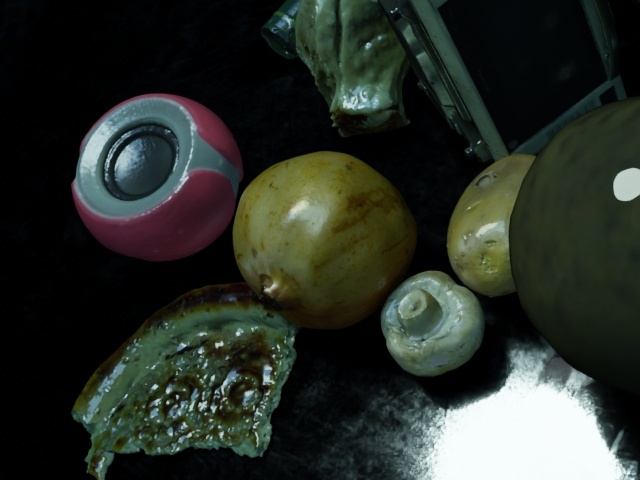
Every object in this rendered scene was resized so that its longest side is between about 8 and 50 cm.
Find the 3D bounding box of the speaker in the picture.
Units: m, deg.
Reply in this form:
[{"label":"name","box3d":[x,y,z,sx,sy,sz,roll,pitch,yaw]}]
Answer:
[{"label":"speaker","box3d":[-0.277,-0.099,1.539,0.294,0.294,0.294,-18,47,21]}]

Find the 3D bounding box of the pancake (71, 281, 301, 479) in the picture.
[{"label":"pancake","box3d":[-0.216,0.208,1.392,0.427,0.067,0.304,-14,51,22]}]

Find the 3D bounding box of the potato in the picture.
[{"label":"potato","box3d":[0.247,-0.021,1.215,0.150,0.146,0.234,2,34,25]}]

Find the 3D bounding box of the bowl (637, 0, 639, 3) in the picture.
[{"label":"bowl","box3d":[0.605,-0.393,1.248,0.354,0.185,0.353,-18,48,21]}]

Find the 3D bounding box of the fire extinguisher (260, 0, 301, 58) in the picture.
[{"label":"fire extinguisher","box3d":[0.008,-0.497,1.795,0.093,0.118,0.294,38,80,11]}]

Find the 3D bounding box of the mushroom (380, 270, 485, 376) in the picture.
[{"label":"mushroom","box3d":[0.147,0.111,1.196,0.148,0.112,0.148,-25,42,25]}]

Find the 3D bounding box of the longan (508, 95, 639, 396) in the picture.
[{"label":"longan","box3d":[0.394,-0.004,0.962,0.404,0.336,0.404,-38,27,23]}]

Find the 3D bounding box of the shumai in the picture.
[{"label":"shumai","box3d":[0.081,-0.313,1.499,0.225,0.260,0.222,-18,47,0]}]

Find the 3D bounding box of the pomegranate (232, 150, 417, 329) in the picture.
[{"label":"pomegranate","box3d":[0.000,0.000,1.274,0.264,0.264,0.264,-18,47,21]}]

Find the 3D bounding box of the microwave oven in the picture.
[{"label":"microwave oven","box3d":[0.230,-0.326,1.292,0.247,0.394,0.333,-33,44,6]}]
